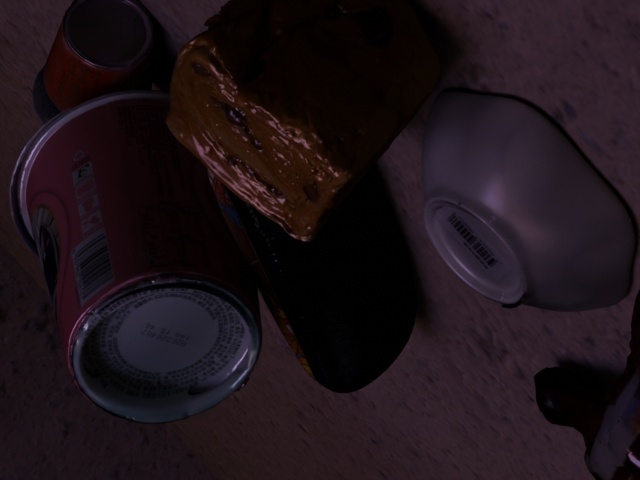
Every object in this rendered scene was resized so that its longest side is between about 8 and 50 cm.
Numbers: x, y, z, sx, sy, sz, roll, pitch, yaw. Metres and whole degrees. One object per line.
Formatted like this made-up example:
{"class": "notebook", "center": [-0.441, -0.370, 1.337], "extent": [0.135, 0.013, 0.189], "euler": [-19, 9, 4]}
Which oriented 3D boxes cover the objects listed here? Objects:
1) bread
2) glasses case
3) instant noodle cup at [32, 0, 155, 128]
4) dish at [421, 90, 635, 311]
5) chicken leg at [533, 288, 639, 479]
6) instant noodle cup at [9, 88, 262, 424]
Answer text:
{"class": "bread", "center": [-0.011, -0.105, 0.838], "extent": [0.149, 0.143, 0.158], "euler": [43, 160, 1]}
{"class": "glasses case", "center": [0.000, 0.000, 1.027], "extent": [0.082, 0.122, 0.321], "euler": [29, 151, 44]}
{"class": "instant noodle cup", "center": [-0.214, -0.171, 1.197], "extent": [0.127, 0.127, 0.136], "euler": [47, 151, 7]}
{"class": "dish", "center": [0.122, -0.010, 0.836], "extent": [0.190, 0.066, 0.191], "euler": [41, 158, 21]}
{"class": "chicken leg", "center": [0.209, 0.110, 0.785], "extent": [0.407, 0.095, 0.158], "euler": [106, 154, -74]}
{"class": "instant noodle cup", "center": [-0.155, 0.023, 1.105], "extent": [0.255, 0.243, 0.244], "euler": [-112, -1, -51]}
